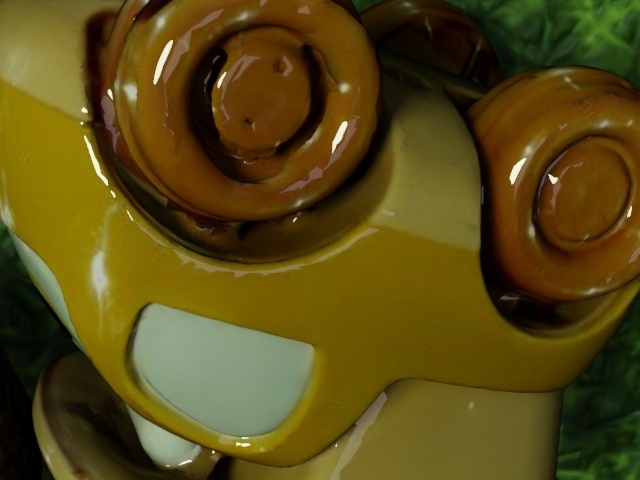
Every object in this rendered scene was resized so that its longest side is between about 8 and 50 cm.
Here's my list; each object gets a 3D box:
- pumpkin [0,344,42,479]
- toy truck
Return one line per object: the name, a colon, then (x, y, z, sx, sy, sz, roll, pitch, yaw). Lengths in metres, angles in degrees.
pumpkin: (-0.227, 0.098, 0.476, 0.238, 0.159, 0.238, -4, 103, -17)
toy truck: (0.000, 0.000, 0.487, 0.288, 0.204, 0.211, 12, 105, -24)
